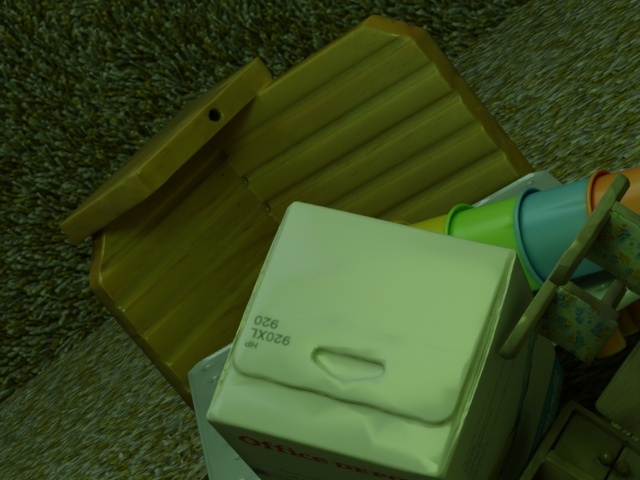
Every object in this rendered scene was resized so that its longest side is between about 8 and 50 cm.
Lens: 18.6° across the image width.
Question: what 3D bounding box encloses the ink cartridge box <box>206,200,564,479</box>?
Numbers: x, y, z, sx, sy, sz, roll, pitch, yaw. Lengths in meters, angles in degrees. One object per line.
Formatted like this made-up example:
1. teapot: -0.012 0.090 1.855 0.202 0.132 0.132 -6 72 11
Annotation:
1. ink cartridge box: 0.055 0.107 1.365 0.171 0.232 0.168 12 69 21

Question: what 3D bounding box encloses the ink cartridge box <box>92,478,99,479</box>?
1. ink cartridge box: -0.273 0.379 2.153 0.181 0.056 0.225 -40 30 -5

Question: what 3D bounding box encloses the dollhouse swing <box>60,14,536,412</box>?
1. dollhouse swing: 0.000 0.000 1.971 0.315 0.347 0.305 -46 15 -33

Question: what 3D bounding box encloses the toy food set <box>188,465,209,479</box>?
1. toy food set: -0.093 0.218 1.806 0.132 0.038 0.192 -25 18 49

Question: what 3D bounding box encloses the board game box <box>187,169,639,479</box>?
1. board game box: 0.077 0.092 1.678 0.390 0.050 0.390 -30 16 1

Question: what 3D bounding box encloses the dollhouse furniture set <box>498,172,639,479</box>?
1. dollhouse furniture set: 0.204 0.126 1.237 0.161 0.212 0.242 -50 -10 -47

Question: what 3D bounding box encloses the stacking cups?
1. stacking cups: 0.195 -0.010 1.522 0.316 0.096 0.096 -18 22 35
